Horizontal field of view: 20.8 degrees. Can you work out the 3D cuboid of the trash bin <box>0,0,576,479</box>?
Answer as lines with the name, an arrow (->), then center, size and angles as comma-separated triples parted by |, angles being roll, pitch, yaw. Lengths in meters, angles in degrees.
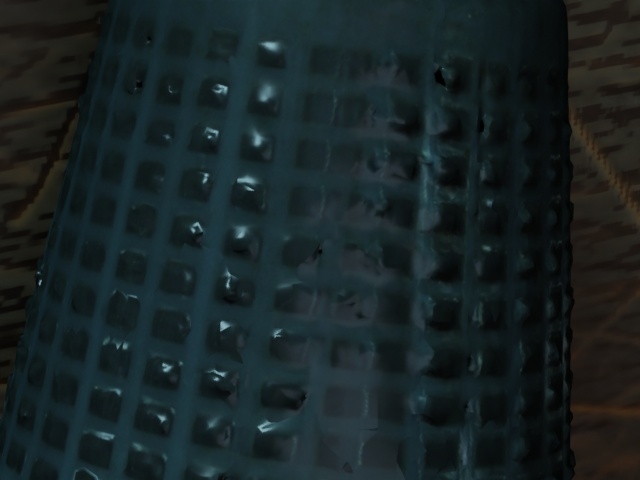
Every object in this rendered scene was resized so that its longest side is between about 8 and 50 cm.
trash bin -> 0.000, 0.000, 0.475 | 0.175, 0.175, 0.161 | 6, 98, -20
